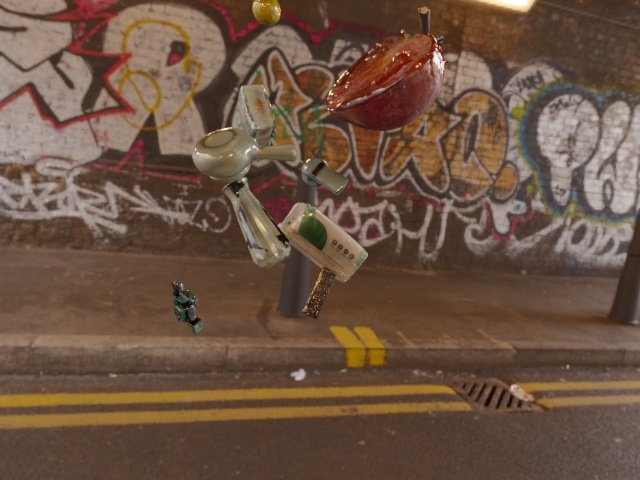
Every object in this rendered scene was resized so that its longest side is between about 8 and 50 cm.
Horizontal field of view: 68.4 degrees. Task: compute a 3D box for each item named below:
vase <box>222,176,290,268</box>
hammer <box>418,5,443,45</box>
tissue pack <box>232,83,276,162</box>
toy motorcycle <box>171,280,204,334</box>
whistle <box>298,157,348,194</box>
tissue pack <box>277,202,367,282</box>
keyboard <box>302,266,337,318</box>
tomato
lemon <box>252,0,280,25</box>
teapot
[{"bbox_3d":[-0.256,-0.070,1.876,0.165,0.360,0.165,-29,-4,-2],"label":"vase"},{"bbox_3d":[0.486,-0.983,2.195,0.168,0.044,0.440,0,4,15],"label":"hammer"},{"bbox_3d":[-0.305,-0.523,2.138,0.128,0.227,0.311,-13,-13,-22],"label":"tissue pack"},{"bbox_3d":[-0.412,0.200,1.451,0.100,0.173,0.058,24,42,31],"label":"toy motorcycle"},{"bbox_3d":[0.003,-0.328,2.401,0.290,0.163,0.163,36,16,11],"label":"whistle"},{"bbox_3d":[0.001,-0.001,2.075,0.356,0.194,0.266,39,-2,-13],"label":"tissue pack"},{"bbox_3d":[-0.001,0.207,1.860,0.067,0.202,0.011,28,-13,-11],"label":"keyboard"},{"bbox_3d":[0.177,-0.367,1.173,0.170,0.309,0.309,44,-11,-29],"label":"tomato"},{"bbox_3d":[-0.215,-0.917,1.871,0.109,0.109,0.133,11,-28,26],"label":"lemon"},{"bbox_3d":[-0.261,-0.278,1.556,0.318,0.149,0.220,6,46,21],"label":"teapot"}]
